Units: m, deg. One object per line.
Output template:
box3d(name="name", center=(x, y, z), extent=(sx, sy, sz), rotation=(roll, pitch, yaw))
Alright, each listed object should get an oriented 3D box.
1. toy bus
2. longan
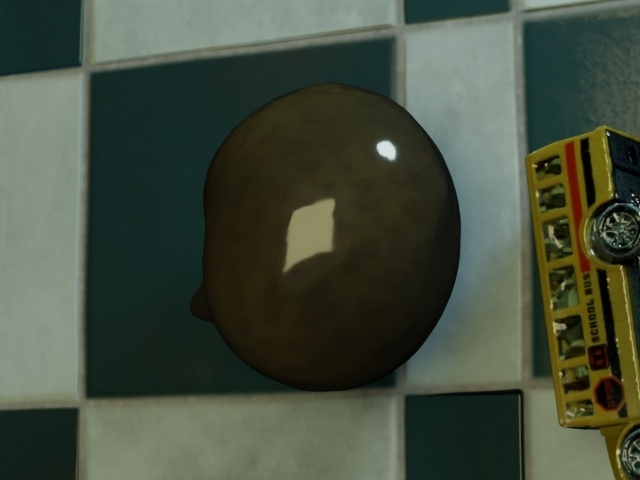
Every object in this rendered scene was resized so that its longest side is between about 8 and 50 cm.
box3d(name="toy bus", center=(0.271, 0.072, 1.594), extent=(0.123, 0.121, 0.336), rotation=(-13, 76, 32))
box3d(name="longan", center=(0.000, 0.000, 1.663), extent=(0.300, 0.243, 0.300), rotation=(-27, 47, 34))
